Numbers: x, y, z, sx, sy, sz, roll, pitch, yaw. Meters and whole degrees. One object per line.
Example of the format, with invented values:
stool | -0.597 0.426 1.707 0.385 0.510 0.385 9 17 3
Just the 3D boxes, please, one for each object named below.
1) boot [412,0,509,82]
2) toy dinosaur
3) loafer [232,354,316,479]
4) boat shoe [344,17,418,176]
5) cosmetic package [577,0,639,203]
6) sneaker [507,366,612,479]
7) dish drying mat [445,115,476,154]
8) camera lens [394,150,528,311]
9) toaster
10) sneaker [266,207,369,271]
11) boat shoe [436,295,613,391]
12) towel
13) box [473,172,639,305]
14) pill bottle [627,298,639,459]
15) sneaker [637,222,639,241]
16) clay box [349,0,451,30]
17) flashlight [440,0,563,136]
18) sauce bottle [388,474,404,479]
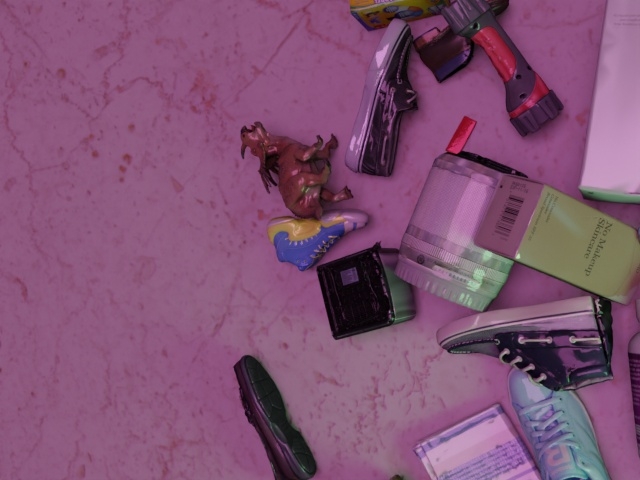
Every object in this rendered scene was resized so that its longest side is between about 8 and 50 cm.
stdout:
boot | 0.311 -0.421 1.678 0.219 0.082 0.106 -25 89 27
toy dinosaur | -0.055 -0.133 1.739 0.200 0.127 0.295 -26 61 18
loafer | -0.123 0.402 1.763 0.095 0.109 0.302 -35 78 19
boat shoe | 0.154 -0.297 1.712 0.119 0.121 0.335 18 104 13
cosmetic package | 0.603 -0.256 1.447 0.217 0.156 0.385 10 90 21
sneaker | 0.463 0.394 1.516 0.135 0.150 0.366 -32 75 15
dish drying mat | 0.298 -0.221 1.697 0.032 0.008 0.083 31 98 20
camera lens | 0.287 -0.023 1.574 0.219 0.219 0.274 24 94 20
toaster | 0.099 0.105 1.679 0.186 0.110 0.168 -21 79 35
sneaker | 0.000 0.000 1.762 0.240 0.091 0.126 -5 98 26
boat shoe | 0.389 0.214 1.526 0.341 0.127 0.158 -15 67 27
towel | 0.341 0.494 1.619 0.209 0.034 0.285 -32 78 13
box | 0.449 0.001 1.465 0.121 0.311 0.148 26 97 61
pill bottle | 0.649 0.251 1.447 0.169 0.169 0.301 -6 84 20
sneaker | 0.709 0.038 1.424 0.283 0.122 0.110 24 90 -9
clay box | 0.185 -0.507 1.696 0.222 0.127 0.053 -7 84 21
flashlight | 0.353 -0.353 1.590 0.103 0.103 0.304 -37 96 18
sauce bottle | 0.232 0.635 1.607 0.111 0.111 0.344 -46 72 12
